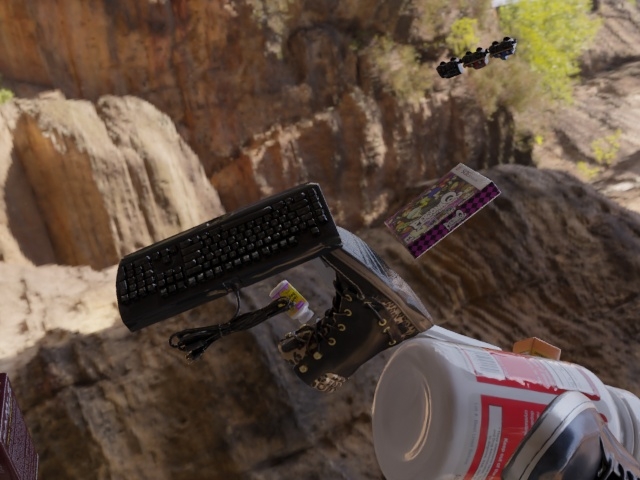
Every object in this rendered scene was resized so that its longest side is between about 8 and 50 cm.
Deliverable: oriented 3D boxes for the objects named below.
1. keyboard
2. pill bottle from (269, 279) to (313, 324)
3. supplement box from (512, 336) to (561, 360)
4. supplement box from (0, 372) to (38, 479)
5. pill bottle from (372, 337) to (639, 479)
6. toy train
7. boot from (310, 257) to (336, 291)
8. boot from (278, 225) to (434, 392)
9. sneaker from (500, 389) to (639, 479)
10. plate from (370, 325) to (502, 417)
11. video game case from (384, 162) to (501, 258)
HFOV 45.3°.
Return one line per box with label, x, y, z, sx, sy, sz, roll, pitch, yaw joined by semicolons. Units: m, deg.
keyboard;-0.123;0.045;1.039;0.033;0.317;0.202;66;2;-57
pill bottle;-0.052;0.115;1.415;0.083;0.043;0.043;45;-21;-4
supplement box;0.427;0.324;1.589;0.080;0.078;0.234;-37;-150;64
supplement box;-0.370;0.217;0.781;0.239;0.130;0.073;109;-23;-54
pill bottle;0.305;0.291;1.192;0.229;0.407;0.229;-168;-90;-68
toy train;0.279;-0.322;1.368;0.158;0.027;0.036;-14;-62;38
boot;0.000;0.000;1.917;0.123;0.095;0.258;-84;150;-64
boot;0.033;0.152;1.557;0.377;0.284;0.138;40;16;-44
sneaker;0.218;0.186;0.505;0.163;0.086;0.226;35;-1;38
plate;0.295;0.356;1.913;0.045;0.277;0.277;115;-5;-80
video game case;0.266;-0.071;1.714;0.042;0.232;0.210;51;4;-18
